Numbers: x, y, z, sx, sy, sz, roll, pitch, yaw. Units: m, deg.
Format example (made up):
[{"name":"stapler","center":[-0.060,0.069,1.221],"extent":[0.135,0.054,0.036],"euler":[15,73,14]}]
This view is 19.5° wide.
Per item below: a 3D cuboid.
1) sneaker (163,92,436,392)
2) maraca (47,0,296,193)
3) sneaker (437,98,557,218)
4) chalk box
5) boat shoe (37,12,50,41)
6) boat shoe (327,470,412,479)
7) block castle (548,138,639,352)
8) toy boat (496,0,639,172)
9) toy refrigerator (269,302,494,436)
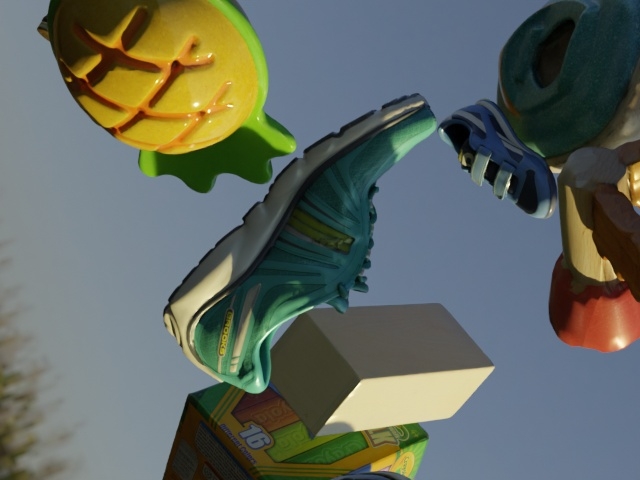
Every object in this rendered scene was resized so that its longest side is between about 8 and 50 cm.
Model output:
[{"name":"sneaker","center":[0.000,0.000,1.457],"extent":[0.110,0.275,0.107],"euler":[42,8,7]},{"name":"maraca","center":[-0.087,-0.095,1.102],"extent":[0.186,0.127,0.099],"euler":[60,34,-41]},{"name":"sneaker","center":[0.160,-0.068,1.686],"extent":[0.144,0.059,0.053],"euler":[51,-40,35]},{"name":"chalk box","center":[-0.008,0.246,2.105],"extent":[0.180,0.289,0.179],"euler":[44,-46,29]},{"name":"boat shoe","center":[-0.182,-0.182,1.707],"extent":[0.056,0.152,0.049],"euler":[-177,-74,-74]},{"name":"boat shoe","center":[0.039,0.212,1.219],"extent":[0.254,0.079,0.095],"euler":[25,-71,58]},{"name":"block castle","center":[0.379,0.094,1.328],"extent":[0.453,0.303,0.213],"euler":[-120,-166,-49]},{"name":"toy boat","center":[0.246,-0.220,1.731],"extent":[0.267,0.148,0.318],"euler":[-9,-119,70]},{"name":"toy refrigerator","center":[0.062,0.136,1.969],"extent":[0.102,0.269,0.094],"euler":[49,-64,24]}]
